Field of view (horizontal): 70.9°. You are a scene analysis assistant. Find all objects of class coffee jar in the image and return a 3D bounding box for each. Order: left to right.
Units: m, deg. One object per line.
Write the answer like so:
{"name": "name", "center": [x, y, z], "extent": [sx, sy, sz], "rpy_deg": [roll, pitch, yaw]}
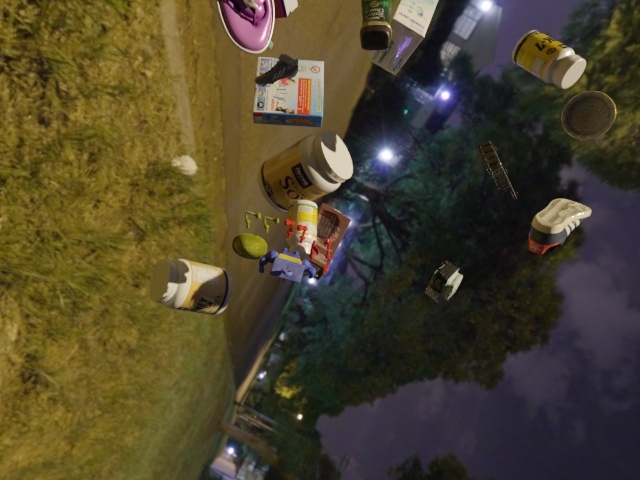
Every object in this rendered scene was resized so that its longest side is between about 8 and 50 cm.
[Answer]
{"name": "coffee jar", "center": [0.167, -0.659, 1.352], "extent": [0.079, 0.096, 0.184], "rpy_deg": [73, 19, -65]}

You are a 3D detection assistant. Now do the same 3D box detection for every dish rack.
{"name": "dish rack", "center": [0.817, -0.314, 2.067], "extent": [0.074, 0.271, 0.208], "rpy_deg": [-25, -142, 25]}

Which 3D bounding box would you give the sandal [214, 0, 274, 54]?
{"name": "sandal", "center": [-0.199, -0.730, 1.217], "extent": [0.102, 0.169, 0.416], "rpy_deg": [-162, -109, -68]}

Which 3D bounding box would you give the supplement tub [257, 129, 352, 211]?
{"name": "supplement tub", "center": [-0.062, -0.274, 1.801], "extent": [0.331, 0.241, 0.241], "rpy_deg": [-23, -156, 33]}

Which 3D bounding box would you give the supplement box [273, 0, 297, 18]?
{"name": "supplement box", "center": [-0.214, -0.911, 1.698], "extent": [0.114, 0.220, 0.111], "rpy_deg": [76, 30, -44]}

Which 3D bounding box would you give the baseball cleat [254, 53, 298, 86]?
{"name": "baseball cleat", "center": [-0.180, -0.695, 1.820], "extent": [0.206, 0.072, 0.109], "rpy_deg": [-28, 137, -30]}

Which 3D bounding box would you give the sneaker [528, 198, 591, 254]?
{"name": "sneaker", "center": [0.864, -0.048, 1.648], "extent": [0.350, 0.131, 0.148], "rpy_deg": [-18, 127, -35]}

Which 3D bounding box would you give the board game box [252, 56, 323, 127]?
{"name": "board game box", "center": [-0.139, -0.662, 2.006], "extent": [0.086, 0.301, 0.308], "rpy_deg": [102, -10, -68]}

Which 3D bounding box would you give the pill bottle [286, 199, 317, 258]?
{"name": "pill bottle", "center": [-0.072, -0.041, 1.738], "extent": [0.117, 0.117, 0.208], "rpy_deg": [122, -29, -69]}

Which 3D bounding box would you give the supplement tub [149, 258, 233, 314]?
{"name": "supplement tub", "center": [-0.588, 0.210, 2.053], "extent": [0.228, 0.316, 0.228], "rpy_deg": [-19, -117, 43]}

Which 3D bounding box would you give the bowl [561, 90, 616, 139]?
{"name": "bowl", "center": [0.979, -0.453, 1.645], "extent": [0.080, 0.170, 0.170], "rpy_deg": [-14, 138, -58]}

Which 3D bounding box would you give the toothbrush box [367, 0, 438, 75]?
{"name": "toothbrush box", "center": [0.301, -0.776, 1.581], "extent": [0.296, 0.126, 0.216], "rpy_deg": [-67, -170, -22]}

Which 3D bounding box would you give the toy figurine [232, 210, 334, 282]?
{"name": "toy figurine", "center": [-0.130, 0.048, 1.545], "extent": [0.217, 0.362, 0.191], "rpy_deg": [-92, -159, -71]}

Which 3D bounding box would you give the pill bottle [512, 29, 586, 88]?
{"name": "pill bottle", "center": [0.748, -0.593, 1.477], "extent": [0.119, 0.208, 0.119], "rpy_deg": [-24, 144, -19]}

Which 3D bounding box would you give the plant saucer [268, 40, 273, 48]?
{"name": "plant saucer", "center": [-0.204, -0.663, 1.342], "extent": [0.018, 0.192, 0.067], "rpy_deg": [-35, 180, 12]}

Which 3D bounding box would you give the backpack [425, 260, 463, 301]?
{"name": "backpack", "center": [0.619, 0.219, 2.277], "extent": [0.166, 0.144, 0.188], "rpy_deg": [-37, 160, -45]}

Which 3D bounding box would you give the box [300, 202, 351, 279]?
{"name": "box", "center": [0.000, 0.000, 2.412], "extent": [0.381, 0.191, 0.143], "rpy_deg": [-61, -176, -35]}
